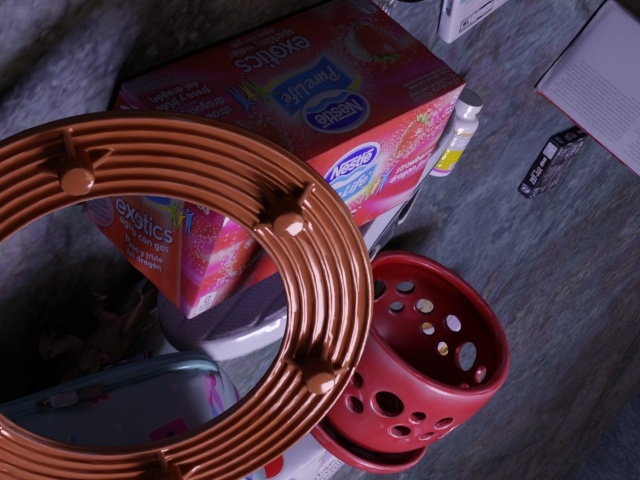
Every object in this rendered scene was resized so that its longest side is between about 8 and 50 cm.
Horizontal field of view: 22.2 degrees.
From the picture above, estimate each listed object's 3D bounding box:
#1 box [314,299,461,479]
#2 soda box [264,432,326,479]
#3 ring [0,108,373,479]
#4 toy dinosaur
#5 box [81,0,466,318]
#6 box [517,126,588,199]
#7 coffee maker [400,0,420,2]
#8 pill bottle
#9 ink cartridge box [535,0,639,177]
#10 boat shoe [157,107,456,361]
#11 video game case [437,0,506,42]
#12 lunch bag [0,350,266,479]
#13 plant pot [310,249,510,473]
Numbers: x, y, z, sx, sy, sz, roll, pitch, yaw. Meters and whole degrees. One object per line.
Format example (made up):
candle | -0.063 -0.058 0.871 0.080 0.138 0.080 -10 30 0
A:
box | 0.060 0.179 1.927 0.324 0.067 0.063 -44 159 -5
soda box | -0.093 0.278 1.798 0.216 0.069 0.074 -34 157 -34
ring | -0.127 0.064 1.069 0.336 0.032 0.337 -6 128 -8
toy dinosaur | -0.181 0.092 1.282 0.183 0.053 0.092 -46 162 -2
box | -0.031 -0.068 1.177 0.257 0.122 0.128 -28 152 -42
box | 0.273 -0.091 1.915 0.067 0.018 0.083 -24 150 -48
coffee maker | 0.018 -0.222 1.029 0.171 0.120 0.178 -27 164 15
pill bottle | 0.122 -0.104 1.541 0.043 0.043 0.083 -22 149 -49
ink cartridge box | 0.417 -0.098 1.763 0.130 0.309 0.272 -51 160 12
boat shoe | 0.000 0.000 1.367 0.335 0.121 0.119 -41 157 -26
video game case | 0.165 -0.254 1.380 0.157 0.019 0.143 -38 158 -21
lunch bag | -0.166 0.182 1.303 0.224 0.108 0.279 -15 159 3
plant pot | 0.072 0.132 1.695 0.191 0.191 0.174 -21 158 -50
